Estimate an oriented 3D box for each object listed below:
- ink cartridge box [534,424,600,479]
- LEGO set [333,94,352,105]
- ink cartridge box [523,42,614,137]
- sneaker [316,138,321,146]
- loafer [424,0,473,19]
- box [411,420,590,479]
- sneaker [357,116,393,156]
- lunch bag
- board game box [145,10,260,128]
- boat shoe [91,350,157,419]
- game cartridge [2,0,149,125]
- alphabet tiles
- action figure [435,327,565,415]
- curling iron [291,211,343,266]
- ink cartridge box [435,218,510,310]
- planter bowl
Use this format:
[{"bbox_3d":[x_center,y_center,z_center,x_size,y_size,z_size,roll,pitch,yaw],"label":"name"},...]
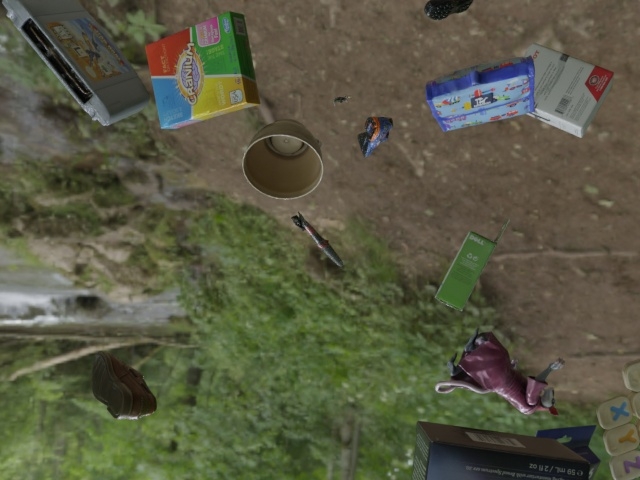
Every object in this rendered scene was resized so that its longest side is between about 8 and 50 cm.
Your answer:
[{"bbox_3d":[0.645,0.662,1.723,0.303,0.307,0.072,9,-163,-37],"label":"ink cartridge box"},{"bbox_3d":[0.069,-0.461,2.037,0.054,0.023,0.083,9,-144,17],"label":"LEGO set"},{"bbox_3d":[0.755,-0.481,2.007,0.273,0.197,0.114,31,-175,23],"label":"ink cartridge box"},{"bbox_3d":[-0.041,-0.237,1.630,0.058,0.135,0.052,43,128,-13],"label":"sneaker"},{"bbox_3d":[0.382,-0.729,1.921,0.223,0.078,0.076,-30,163,-38],"label":"loafer"},{"bbox_3d":[0.322,0.525,1.190,0.296,0.294,0.183,7,177,1],"label":"box"},{"bbox_3d":[0.185,-0.343,2.099,0.087,0.083,0.221,-12,168,-15],"label":"sneaker"},{"bbox_3d":[0.355,-0.343,1.393,0.221,0.138,0.293,-10,-179,18],"label":"lunch bag"},{"bbox_3d":[-0.326,-0.456,1.721,0.316,0.242,0.064,-9,-176,32],"label":"board game box"},{"bbox_3d":[-0.537,0.397,1.705,0.104,0.111,0.307,13,-169,-37],"label":"boat shoe"},{"bbox_3d":[-0.492,-0.386,1.311,0.062,0.297,0.198,-32,-167,28],"label":"game cartridge"},{"bbox_3d":[0.687,0.358,1.237,0.278,0.284,0.021,-16,-174,-7],"label":"alphabet tiles"},{"bbox_3d":[0.608,0.463,2.034,0.370,0.276,0.248,37,157,8],"label":"action figure"},{"bbox_3d":[0.000,0.000,1.800,0.274,0.035,0.068,44,-176,-44],"label":"curling iron"},{"bbox_3d":[0.313,0.036,1.301,0.062,0.209,0.109,28,-173,12],"label":"ink cartridge box"},{"bbox_3d":[-0.072,-0.181,1.286,0.162,0.109,0.162,2,135,2],"label":"planter bowl"}]
